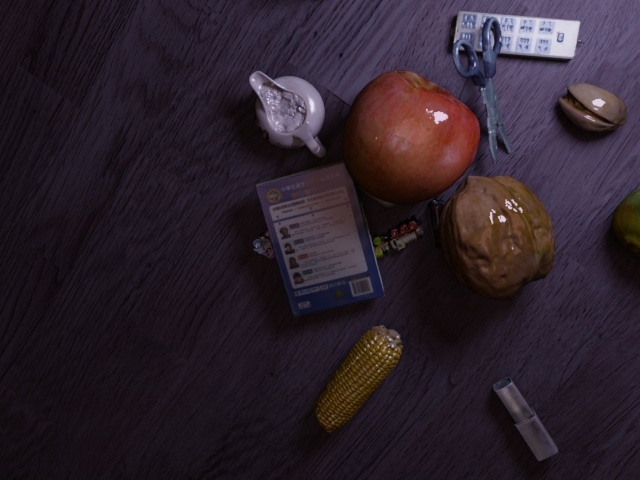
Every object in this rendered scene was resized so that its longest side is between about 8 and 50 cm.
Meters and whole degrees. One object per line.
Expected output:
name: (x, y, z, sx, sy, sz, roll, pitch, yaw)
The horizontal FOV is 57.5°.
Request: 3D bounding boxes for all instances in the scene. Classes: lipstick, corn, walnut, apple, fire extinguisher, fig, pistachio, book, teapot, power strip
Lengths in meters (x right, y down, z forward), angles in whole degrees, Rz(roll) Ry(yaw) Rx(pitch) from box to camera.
lipstick: (0.622, 0.541, 1.779, 0.077, 0.079, 0.253, -32, 93, 12)
corn: (0.110, 0.429, 1.813, 0.144, 0.144, 0.387, 38, 102, 2)
walnut: (0.477, -0.021, 1.611, 0.306, 0.306, 0.344, -28, 95, 12)
apple: (0.230, -0.269, 1.578, 0.364, 0.364, 0.364, 1, 99, 9)
fire extinguisher: (0.354, -0.056, 1.748, 0.064, 0.043, 0.158, -3, 100, 52)
fig: (0.921, -0.055, 1.577, 0.230, 0.207, 0.207, -35, 92, 13)
pistachio: (0.750, -0.363, 1.605, 0.185, 0.124, 0.124, 36, 102, 9)
book: (0.000, 0.000, 1.749, 0.300, 0.039, 0.428, -13, 101, 8)
teapot: (-0.080, -0.364, 1.717, 0.208, 0.166, 0.299, -42, 80, 1)
power strip: (0.551, -0.573, 1.636, 0.367, 0.043, 0.106, 7, 100, 8)

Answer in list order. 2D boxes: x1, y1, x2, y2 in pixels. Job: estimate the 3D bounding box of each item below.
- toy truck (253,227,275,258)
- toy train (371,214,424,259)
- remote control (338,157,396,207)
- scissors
toy truck: (-0.124, -0.022, 1.814, 0.115, 0.080, 0.178, 34, 101, -7)
toy train: (0.200, 0.007, 1.779, 0.250, 0.053, 0.085, -27, 102, 12)
remote control: (0.148, -0.178, 1.762, 0.221, 0.042, 0.078, 34, 103, 2)
scissors: (0.465, -0.394, 1.600, 0.029, 0.256, 0.383, 5, 127, 44)
